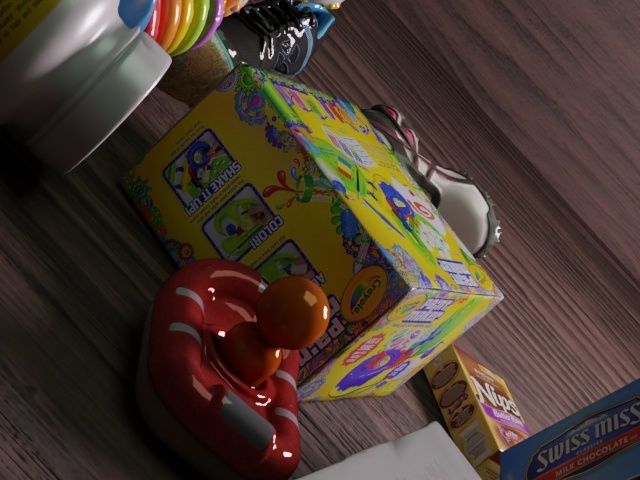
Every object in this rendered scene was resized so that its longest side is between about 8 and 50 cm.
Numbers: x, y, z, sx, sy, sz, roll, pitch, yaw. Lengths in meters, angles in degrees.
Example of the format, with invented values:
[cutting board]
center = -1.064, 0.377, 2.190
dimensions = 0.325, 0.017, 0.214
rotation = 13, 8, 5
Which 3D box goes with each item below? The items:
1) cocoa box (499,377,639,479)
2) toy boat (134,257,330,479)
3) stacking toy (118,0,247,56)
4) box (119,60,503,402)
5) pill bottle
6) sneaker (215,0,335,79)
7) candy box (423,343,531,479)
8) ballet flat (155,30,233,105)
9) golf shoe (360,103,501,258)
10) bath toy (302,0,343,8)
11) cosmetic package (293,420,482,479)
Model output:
[cocoa box]
center = 0.373, 0.336, 1.542
dimensions = 0.347, 0.231, 0.228
rotation = 39, 34, -26
[toy boat]
center = -0.054, 0.087, 1.236
dimensions = 0.151, 0.151, 0.231
rotation = 42, 17, -20
[stacking toy]
center = -0.167, -0.248, 1.572
dimensions = 0.166, 0.175, 0.302
rotation = 52, 31, 15
[box]
center = 0.000, 0.000, 1.534
dimensions = 0.279, 0.177, 0.290
rotation = 53, 16, 18
[pill bottle]
center = -0.291, -0.217, 1.267
dimensions = 0.334, 0.188, 0.188
rotation = 44, 16, -13
[sneaker]
center = -0.087, -0.282, 2.036
dimensions = 0.125, 0.139, 0.341
rotation = 51, 17, 5
[candy box]
center = 0.192, 0.213, 1.763
dimensions = 0.109, 0.053, 0.187
rotation = 36, 19, -35
[ballet flat]
center = -0.238, -0.276, 1.715
dimensions = 0.348, 0.123, 0.123
rotation = 52, 17, 13
[golf shoe]
center = 0.119, -0.070, 2.037
dimensions = 0.273, 0.105, 0.120
rotation = 44, 30, 22
[bath toy]
center = -0.112, -0.392, 1.980
dimensions = 0.348, 0.129, 0.151
rotation = 9, 29, -13
[cosmetic package]
center = 0.115, 0.332, 1.157
dimensions = 0.377, 0.097, 0.284
rotation = 53, 22, 16
